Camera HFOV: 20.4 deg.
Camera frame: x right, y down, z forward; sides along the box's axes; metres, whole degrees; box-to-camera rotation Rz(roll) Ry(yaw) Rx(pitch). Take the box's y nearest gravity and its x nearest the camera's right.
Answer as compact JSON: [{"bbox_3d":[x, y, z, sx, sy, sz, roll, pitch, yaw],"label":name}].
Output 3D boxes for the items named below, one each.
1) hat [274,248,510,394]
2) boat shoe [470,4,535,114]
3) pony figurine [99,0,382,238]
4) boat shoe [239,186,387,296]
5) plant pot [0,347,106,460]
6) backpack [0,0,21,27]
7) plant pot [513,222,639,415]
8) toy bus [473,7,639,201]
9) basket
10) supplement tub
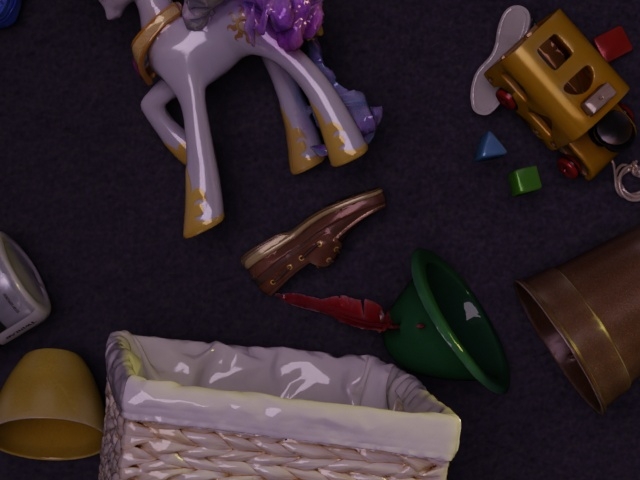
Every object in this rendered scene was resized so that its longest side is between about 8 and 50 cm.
[{"bbox_3d":[0.078,0.122,1.893,0.183,0.208,0.173,-34,118,17],"label":"hat"},{"bbox_3d":[0.200,-0.193,1.930,0.046,0.038,0.125,18,89,27],"label":"boat shoe"},{"bbox_3d":[-0.088,-0.233,1.877,0.351,0.303,0.363,-25,100,14],"label":"pony figurine"},{"bbox_3d":[0.000,0.000,1.940,0.178,0.064,0.060,-30,90,12],"label":"boat shoe"},{"bbox_3d":[-0.295,0.174,1.947,0.134,0.134,0.095,-3,63,7],"label":"plant pot"},{"bbox_3d":[-0.384,-0.299,1.981,0.098,0.101,0.120,10,93,14],"label":"backpack"},{"bbox_3d":[0.315,0.069,1.851,0.165,0.167,0.167,-32,84,-2],"label":"plant pot"},{"bbox_3d":[0.271,-0.144,1.862,0.202,0.104,0.191,2,83,-12],"label":"toy bus"},{"bbox_3d":[-0.061,0.252,1.779,0.331,0.328,0.266,6,95,-10],"label":"basket"},{"bbox_3d":[-0.404,0.082,1.960,0.190,0.117,0.117,-32,84,5],"label":"supplement tub"}]
